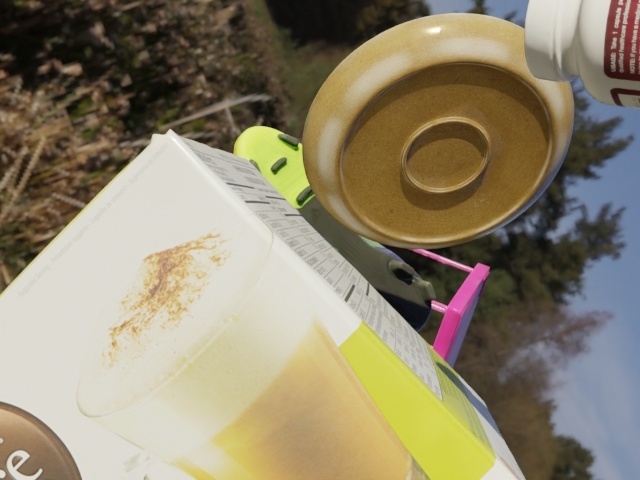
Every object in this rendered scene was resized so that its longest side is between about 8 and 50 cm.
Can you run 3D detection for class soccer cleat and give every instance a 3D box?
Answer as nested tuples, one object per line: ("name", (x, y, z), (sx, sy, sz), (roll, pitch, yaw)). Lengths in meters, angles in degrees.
("soccer cleat", (0.000, 0.001, 1.066), (0.289, 0.093, 0.121), (46, -26, -19))

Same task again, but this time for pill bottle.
("pill bottle", (0.189, -0.109, 0.525), (0.086, 0.152, 0.086), (-28, 124, -52))

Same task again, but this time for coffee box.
("coffee box", (-0.088, 0.155, 0.773), (0.334, 0.337, 0.338), (45, 4, 1))

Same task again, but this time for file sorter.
("file sorter", (0.085, 0.160, 1.386), (0.202, 0.182, 0.290), (-38, 147, -66))

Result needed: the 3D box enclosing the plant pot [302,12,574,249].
("plant pot", (0.103, -0.077, 0.852), (0.032, 0.236, 0.236), (-103, 173, -49))
